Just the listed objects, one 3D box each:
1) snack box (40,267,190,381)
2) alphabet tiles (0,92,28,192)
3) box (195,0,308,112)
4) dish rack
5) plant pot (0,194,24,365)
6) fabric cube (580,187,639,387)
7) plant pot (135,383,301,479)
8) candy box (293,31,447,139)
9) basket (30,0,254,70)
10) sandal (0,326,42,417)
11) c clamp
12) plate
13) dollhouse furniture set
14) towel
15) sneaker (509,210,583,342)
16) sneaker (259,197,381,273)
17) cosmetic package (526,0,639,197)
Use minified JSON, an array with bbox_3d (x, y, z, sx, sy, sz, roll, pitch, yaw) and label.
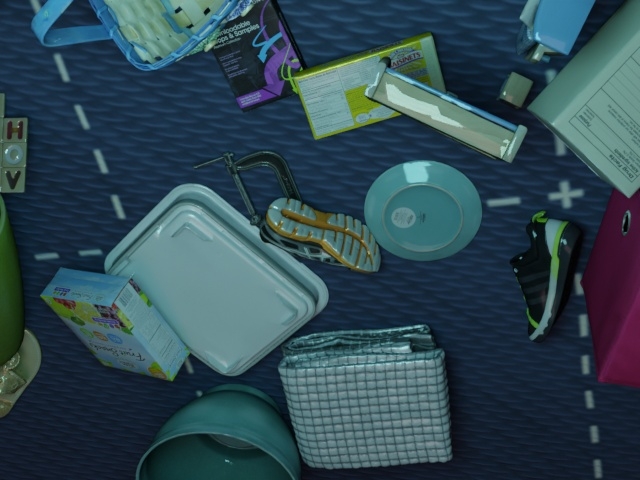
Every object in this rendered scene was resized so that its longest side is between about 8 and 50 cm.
[{"bbox_3d":[-0.346,0.143,1.582,0.175,0.070,0.207,5,142,35],"label":"snack box"},{"bbox_3d":[-0.573,-0.132,1.461,0.237,0.009,0.198,0,84,9],"label":"alphabet tiles"},{"bbox_3d":[-0.095,-0.276,1.356,0.116,0.029,0.162,-17,118,18],"label":"box"},{"bbox_3d":[-0.186,0.088,1.585,0.333,0.072,0.285,41,120,-16],"label":"dish rack"},{"bbox_3d":[-0.608,0.085,1.553,0.275,0.274,0.293,-1,138,9],"label":"plant pot"},{"bbox_3d":[0.543,0.051,1.344,0.259,0.254,0.258,10,125,1],"label":"fabric cube"},{"bbox_3d":[-0.165,0.388,1.699,0.293,0.196,0.293,4,123,7],"label":"plant pot"},{"bbox_3d":[0.074,-0.223,1.352,0.206,0.027,0.105,-15,119,8],"label":"candy box"},{"bbox_3d":[-0.198,-0.341,1.165,0.255,0.289,0.201,-38,80,31],"label":"basket"},{"bbox_3d":[-0.595,0.271,1.756,0.088,0.079,0.240,26,123,-9],"label":"sandal"},{"bbox_3d":[-0.105,-0.082,1.492,0.137,0.022,0.160,-22,117,13],"label":"c clamp"},{"bbox_3d":[0.162,-0.040,1.476,0.188,0.024,0.188,4,124,5],"label":"plate"},{"bbox_3d":[0.216,-0.281,1.217,0.198,0.286,0.303,26,98,2],"label":"dollhouse furniture set"},{"bbox_3d":[0.086,0.270,1.634,0.284,0.121,0.234,-7,115,9],"label":"towel"},{"bbox_3d":[0.351,0.054,1.493,0.097,0.084,0.234,21,126,23],"label":"sneaker"},{"bbox_3d":[0.000,0.000,1.495,0.215,0.084,0.083,25,144,-18],"label":"sneaker"},{"bbox_3d":[0.440,-0.227,1.206,0.160,0.113,0.309,40,102,-18],"label":"cosmetic package"}]
